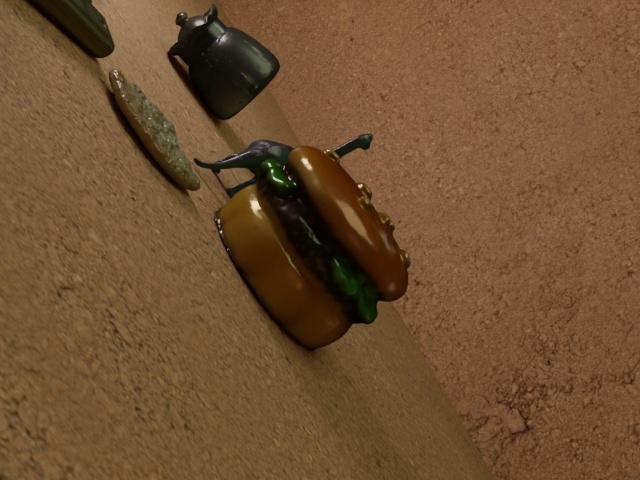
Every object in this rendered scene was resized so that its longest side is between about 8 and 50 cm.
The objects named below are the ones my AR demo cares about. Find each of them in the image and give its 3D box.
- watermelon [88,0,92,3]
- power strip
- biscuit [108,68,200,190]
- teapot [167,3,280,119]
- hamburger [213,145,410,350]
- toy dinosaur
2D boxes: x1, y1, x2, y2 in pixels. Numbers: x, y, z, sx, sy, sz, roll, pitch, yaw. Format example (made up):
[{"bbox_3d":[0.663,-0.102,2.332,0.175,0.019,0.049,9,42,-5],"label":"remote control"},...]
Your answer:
[{"bbox_3d":[-0.487,-0.487,1.738,0.155,0.080,0.101,26,-15,-30],"label":"watermelon"},{"bbox_3d":[-0.481,-0.441,1.613,0.092,0.066,0.387,63,8,31],"label":"power strip"},{"bbox_3d":[-0.305,-0.199,1.736,0.265,0.040,0.188,56,9,-8],"label":"biscuit"},{"bbox_3d":[-0.272,-0.496,2.501,0.285,0.223,0.305,46,13,-16],"label":"teapot"},{"bbox_3d":[0.000,0.000,1.876,0.396,0.277,0.396,53,7,-10],"label":"hamburger"},{"bbox_3d":[-0.065,-0.200,2.089,0.129,0.331,0.383,57,6,25],"label":"toy dinosaur"}]
